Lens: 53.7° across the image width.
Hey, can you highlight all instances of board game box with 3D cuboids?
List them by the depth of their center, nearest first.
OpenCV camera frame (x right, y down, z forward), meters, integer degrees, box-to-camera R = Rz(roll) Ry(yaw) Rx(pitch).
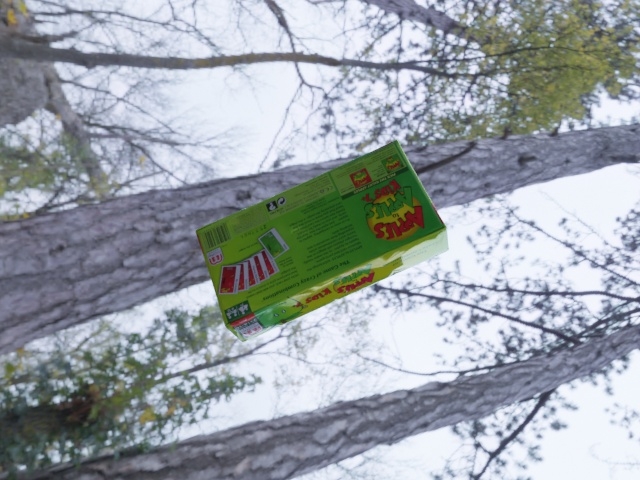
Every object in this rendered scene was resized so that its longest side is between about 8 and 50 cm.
[{"bbox_3d":[0.000,0.000,0.509,0.181,0.043,0.092,-24,-119,1],"label":"board game box"}]
